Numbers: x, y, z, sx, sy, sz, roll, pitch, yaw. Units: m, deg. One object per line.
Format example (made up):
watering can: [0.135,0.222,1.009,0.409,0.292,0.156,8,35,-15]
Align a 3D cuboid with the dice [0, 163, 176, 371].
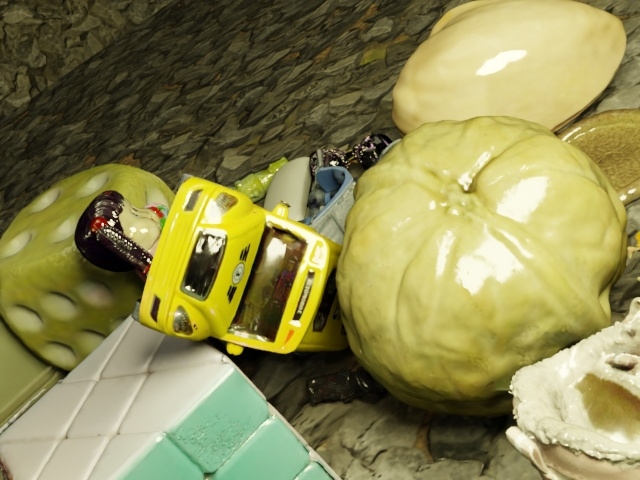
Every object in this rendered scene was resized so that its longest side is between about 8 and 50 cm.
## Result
dice: [-0.328,0.042,1.410,0.238,0.226,0.233,-20,35,23]

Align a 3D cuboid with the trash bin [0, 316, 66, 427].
trash bin: [-0.541,0.163,1.429,0.243,0.247,0.121,-44,29,-13]

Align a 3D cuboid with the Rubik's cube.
Rubik's cube: [-0.152,0.230,0.948,0.231,0.224,0.221,-44,30,-15]

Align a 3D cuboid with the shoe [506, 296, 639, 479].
shoe: [0.303,0.108,0.686,0.351,0.198,0.172,-40,31,-5]

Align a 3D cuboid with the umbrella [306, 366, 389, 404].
umbrella: [0.048,0.156,1.041,0.144,0.040,0.037,-18,40,34]

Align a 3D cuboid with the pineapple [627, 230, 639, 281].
pineapple: [0.357,-0.005,0.868,0.233,0.079,0.135,-26,-6,-37]

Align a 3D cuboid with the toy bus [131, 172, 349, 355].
toy bus: [-0.050,0.037,0.930,0.151,0.331,0.145,19,89,15]

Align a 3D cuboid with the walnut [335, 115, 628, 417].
walnut: [0.152,0.023,0.887,0.253,0.277,0.282,6,73,20]

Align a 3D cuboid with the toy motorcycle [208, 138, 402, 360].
toy motorcycle: [0.000,0.000,1.233,0.358,0.125,0.213,-51,29,-21]

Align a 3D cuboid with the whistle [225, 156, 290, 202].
whistle: [-0.130,-0.068,1.550,0.198,0.057,0.104,-31,23,-8]

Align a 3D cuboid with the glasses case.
glasses case: [-0.047,-0.065,1.451,0.074,0.049,0.193,-23,32,21]

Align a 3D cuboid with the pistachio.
pistachio: [0.245,-0.219,1.254,0.318,0.213,0.193,-16,-9,18]

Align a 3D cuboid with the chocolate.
chocolate: [0.057,-0.120,1.424,0.147,0.072,0.070,-7,-2,28]

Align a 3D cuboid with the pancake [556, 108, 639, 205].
pancake: [0.333,-0.094,1.132,0.199,0.021,0.199,-26,32,17]

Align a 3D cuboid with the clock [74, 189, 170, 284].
clock: [-0.218,0.010,1.206,0.100,0.195,0.194,-49,19,5]
